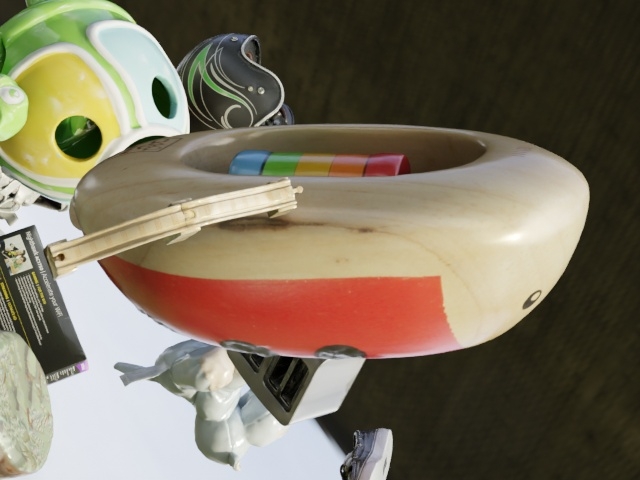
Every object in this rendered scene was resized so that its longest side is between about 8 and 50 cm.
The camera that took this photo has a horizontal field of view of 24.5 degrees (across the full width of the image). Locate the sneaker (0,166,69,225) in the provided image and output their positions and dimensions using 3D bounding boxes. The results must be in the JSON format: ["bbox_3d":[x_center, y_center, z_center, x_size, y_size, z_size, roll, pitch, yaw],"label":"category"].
[{"bbox_3d":[-0.428,-0.075,1.928,0.105,0.281,0.115,-21,-96,40],"label":"sneaker"}]

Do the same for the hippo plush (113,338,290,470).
[{"bbox_3d":[-0.164,0.279,2.527,0.237,0.294,0.234,68,-10,-12],"label":"hippo plush"}]

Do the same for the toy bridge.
[{"bbox_3d":[-0.099,-0.013,1.040,0.063,0.188,0.026,153,-80,-72],"label":"toy bridge"}]

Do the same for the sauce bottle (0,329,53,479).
[{"bbox_3d":[-0.368,0.145,1.045,0.111,0.344,0.111,-13,90,-81],"label":"sauce bottle"}]

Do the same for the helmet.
[{"bbox_3d":[-0.123,-0.189,1.962,0.161,0.169,0.169,47,-31,15],"label":"helmet"}]

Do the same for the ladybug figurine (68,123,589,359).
[{"bbox_3d":[0.000,0.000,1.249,0.449,0.305,0.162,3,-73,18],"label":"ladybug figurine"}]

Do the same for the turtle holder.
[{"bbox_3d":[-0.284,-0.164,1.709,0.227,0.243,0.320,45,-9,25],"label":"turtle holder"}]

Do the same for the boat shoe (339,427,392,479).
[{"bbox_3d":[0.040,0.222,1.416,0.040,0.142,0.049,2,-73,11],"label":"boat shoe"}]

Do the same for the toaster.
[{"bbox_3d":[-0.032,0.148,2.048,0.168,0.110,0.186,50,-46,28],"label":"toaster"}]

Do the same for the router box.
[{"bbox_3d":[-0.356,0.086,1.674,0.046,0.133,0.179,107,-38,-69],"label":"router box"}]

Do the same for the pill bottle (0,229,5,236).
[{"bbox_3d":[-0.638,0.048,2.261,0.204,0.204,0.361,48,11,19],"label":"pill bottle"}]
